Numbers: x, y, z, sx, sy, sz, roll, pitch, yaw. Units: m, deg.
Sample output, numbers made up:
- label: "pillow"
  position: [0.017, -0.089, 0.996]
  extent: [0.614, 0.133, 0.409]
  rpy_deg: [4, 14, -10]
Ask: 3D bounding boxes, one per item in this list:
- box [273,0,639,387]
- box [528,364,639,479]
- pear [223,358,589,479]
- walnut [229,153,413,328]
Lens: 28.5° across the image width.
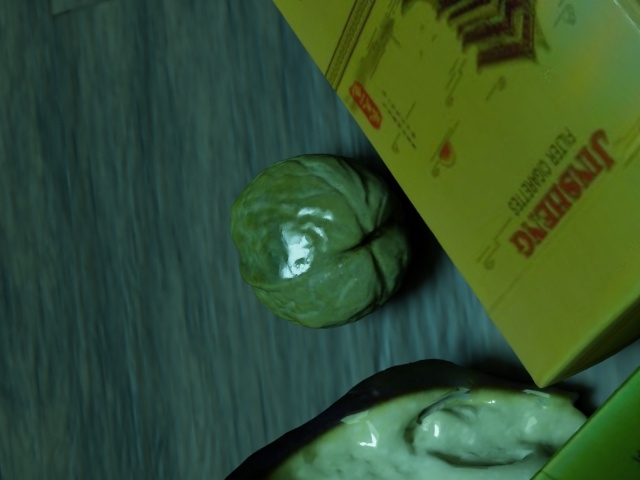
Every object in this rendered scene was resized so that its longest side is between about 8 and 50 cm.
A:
- label: "box"
  position: [0.069, -0.098, 0.505]
  extent: [0.274, 0.076, 0.174]
  rpy_deg: [57, 153, 18]
- label: "box"
  position: [0.112, 0.158, 0.411]
  extent: [0.173, 0.311, 0.043]
  rpy_deg: [32, 140, 28]
- label: "pear"
  position: [0.063, 0.202, 0.518]
  extent: [0.267, 0.267, 0.178]
  rpy_deg: [31, 134, 28]
- label: "walnut"
  position: [0.000, 0.000, 0.598]
  extent: [0.092, 0.092, 0.092]
  rpy_deg: [2, 93, 33]
